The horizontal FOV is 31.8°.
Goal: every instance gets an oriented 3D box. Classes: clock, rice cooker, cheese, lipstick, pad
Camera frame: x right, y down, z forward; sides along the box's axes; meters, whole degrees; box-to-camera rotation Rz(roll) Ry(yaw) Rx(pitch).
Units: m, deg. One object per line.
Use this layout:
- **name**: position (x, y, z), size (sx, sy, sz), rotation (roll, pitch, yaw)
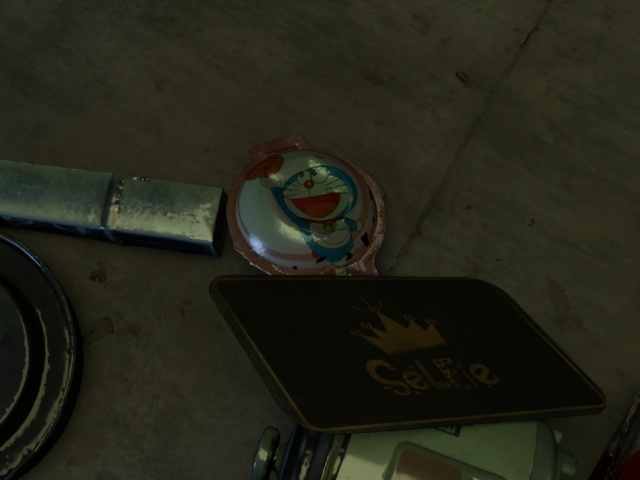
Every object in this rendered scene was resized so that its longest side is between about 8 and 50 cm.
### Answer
- **clock**: position (-0.428, 0.138, 1.263), size (0.325, 0.067, 0.325), rotation (-1, 75, 3)
- **rice cooker**: position (0.077, 0.250, 1.104), size (0.316, 0.264, 0.317), rotation (0, 79, 1)
- **cheese**: position (0.000, 0.000, 1.248), size (0.188, 0.074, 0.286), rotation (-17, 63, -15)
- **lipstick**: position (-0.253, -0.039, 1.293), size (0.289, 0.077, 0.076), rotation (9, 77, 7)
- **pad**: position (0.112, 0.097, 1.068), size (0.375, 0.063, 0.315), rotation (0, 33, -32)

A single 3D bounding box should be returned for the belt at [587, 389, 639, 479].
- **belt**: position (0.310, 0.280, 1.102), size (0.115, 0.227, 0.324), rotation (30, 61, 10)
